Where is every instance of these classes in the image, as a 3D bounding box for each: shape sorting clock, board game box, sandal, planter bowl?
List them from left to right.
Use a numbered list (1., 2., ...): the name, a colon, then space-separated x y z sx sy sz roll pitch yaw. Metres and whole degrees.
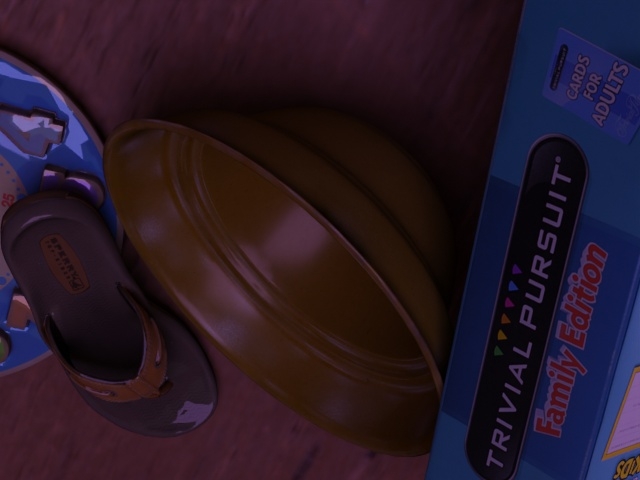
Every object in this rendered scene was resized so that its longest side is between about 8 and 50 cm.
1. shape sorting clock: -0.210 -0.012 0.637 0.206 0.040 0.206 0 113 0
2. sandal: -0.113 0.051 0.640 0.072 0.049 0.180 -28 126 -2
3. planter bowl: 0.000 0.000 0.591 0.090 0.217 0.217 -47 110 -25
4. board game box: 0.171 0.015 0.547 0.254 0.079 0.336 -13 121 -43
